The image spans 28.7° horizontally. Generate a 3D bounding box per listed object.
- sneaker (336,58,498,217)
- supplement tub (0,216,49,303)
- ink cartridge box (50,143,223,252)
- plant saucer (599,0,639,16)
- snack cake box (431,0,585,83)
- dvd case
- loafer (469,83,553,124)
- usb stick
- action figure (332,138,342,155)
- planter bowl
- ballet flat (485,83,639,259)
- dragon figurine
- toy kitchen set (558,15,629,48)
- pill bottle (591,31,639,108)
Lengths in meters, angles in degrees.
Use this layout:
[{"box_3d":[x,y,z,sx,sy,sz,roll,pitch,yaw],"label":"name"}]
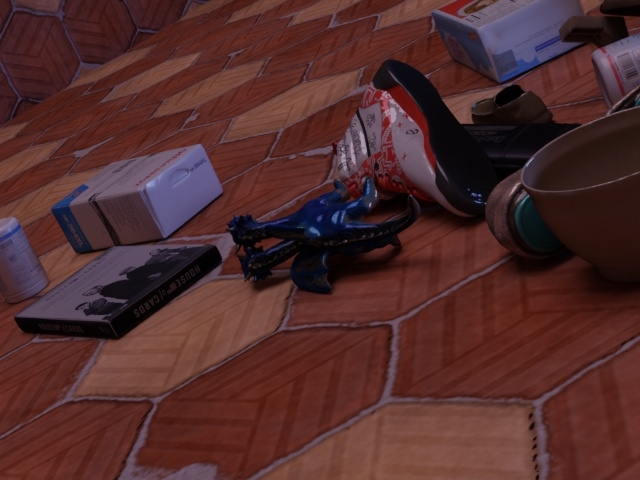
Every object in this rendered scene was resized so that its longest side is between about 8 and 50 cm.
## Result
[{"box_3d":[0.103,-0.076,1.422,0.145,0.090,0.270,-58,37,29],"label":"sneaker"},{"box_3d":[-0.438,0.027,1.767,0.071,0.107,0.071,-21,19,8],"label":"supplement tub"},{"box_3d":[-0.268,-0.061,1.827,0.203,0.086,0.148,-7,26,41],"label":"ink cartridge box"},{"box_3d":[0.459,-0.282,1.420,0.278,0.041,0.278,-1,5,0],"label":"plant saucer"},{"box_3d":[0.277,-0.321,1.854,0.152,0.089,0.264,-27,18,-1],"label":"snack cake box"},{"box_3d":[-0.259,0.060,1.576,0.179,0.029,0.239,-38,22,-34],"label":"dvd case"},{"box_3d":[0.233,-0.167,1.548,0.056,0.050,0.148,-32,20,-21],"label":"loafer"},{"box_3d":[0.198,-0.105,1.432,0.077,0.045,0.278,-41,23,-21],"label":"usb stick"},{"box_3d":[0.068,-0.144,1.727,0.115,0.030,0.038,-31,24,-33],"label":"action figure"},{"box_3d":[0.264,-0.034,1.051,0.162,0.109,0.162,-23,19,8],"label":"planter bowl"},{"box_3d":[0.287,-0.088,1.192,0.316,0.107,0.106,-27,9,-11],"label":"ballet flat"},{"box_3d":[0.000,0.000,1.327,0.144,0.085,0.289,-32,19,-20],"label":"dragon figurine"},{"box_3d":[0.326,-0.215,1.495,0.075,0.083,0.068,-2,-21,-20],"label":"toy kitchen set"},{"box_3d":[0.388,-0.197,1.379,0.160,0.087,0.087,-21,19,9],"label":"pill bottle"}]
